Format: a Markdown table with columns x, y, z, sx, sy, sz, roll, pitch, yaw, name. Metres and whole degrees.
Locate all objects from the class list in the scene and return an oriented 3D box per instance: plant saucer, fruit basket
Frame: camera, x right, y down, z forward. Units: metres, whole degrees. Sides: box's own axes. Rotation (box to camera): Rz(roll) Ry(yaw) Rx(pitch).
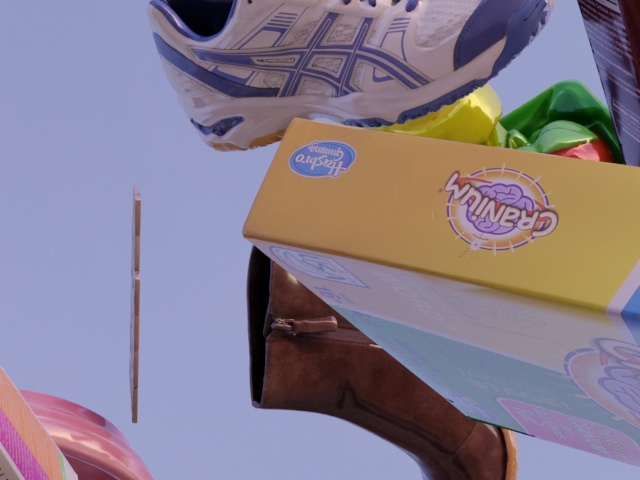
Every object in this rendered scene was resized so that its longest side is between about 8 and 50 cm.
| x | y | z | sx | sy | sz | roll | pitch | yaw | name |
| --- | --- | --- | --- | --- | --- | --- | --- | --- | --- |
| -0.342 | 0.259 | 1.588 | 0.332 | 0.084 | 0.332 | 2 | -36 | 2 | plant saucer |
| 0.172 | -0.063 | 1.622 | 0.392 | 0.283 | 0.392 | -9 | -56 | -14 | fruit basket |

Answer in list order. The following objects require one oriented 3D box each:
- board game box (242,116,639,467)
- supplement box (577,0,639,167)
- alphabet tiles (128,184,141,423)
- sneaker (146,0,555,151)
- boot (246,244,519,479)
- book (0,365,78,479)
| x | y | z | sx | sy | sz | roll | pitch | yaw | name |
| --- | --- | --- | --- | --- | --- | --- | --- | --- | --- |
| 0.154 | 0.046 | 0.636 | 0.242 | 0.316 | 0.064 | 40 | -112 | -46 | board game box |
| 0.224 | -0.124 | 0.811 | 0.130 | 0.073 | 0.239 | -26 | -60 | -5 | supplement box |
| -0.207 | 0.062 | 1.583 | 0.009 | 0.198 | 0.237 | 1 | -81 | -8 | alphabet tiles |
| 0.006 | -0.149 | 0.956 | 0.296 | 0.112 | 0.131 | -13 | -58 | 31 | sneaker |
| 0.038 | 0.117 | 1.028 | 0.207 | 0.090 | 0.248 | 1 | -95 | -32 | boot |
| -0.167 | 0.102 | 0.736 | 0.035 | 0.096 | 0.144 | -28 | -62 | -5 | book |
